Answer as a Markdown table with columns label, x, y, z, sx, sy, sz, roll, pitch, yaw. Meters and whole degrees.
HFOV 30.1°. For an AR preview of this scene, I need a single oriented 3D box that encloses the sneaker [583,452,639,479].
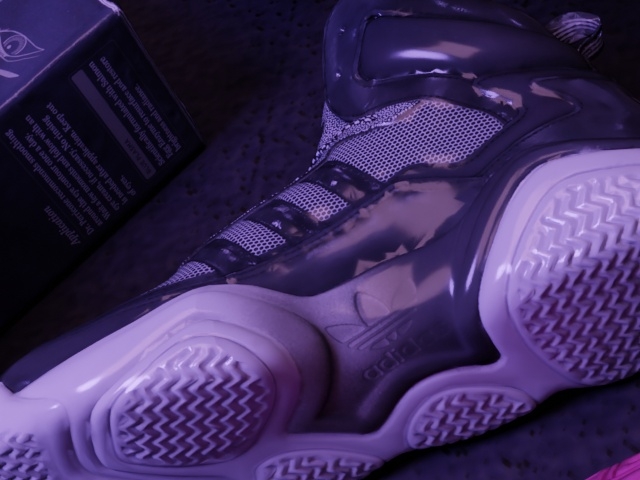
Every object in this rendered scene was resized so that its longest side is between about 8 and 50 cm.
| label | x | y | z | sx | sy | sz | roll | pitch | yaw |
| --- | --- | --- | --- | --- | --- | --- | --- | --- | --- |
| sneaker | 0.072 | 0.160 | 0.279 | 0.103 | 0.111 | 0.252 | -38 | 18 | 40 |

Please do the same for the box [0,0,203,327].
| label | x | y | z | sx | sy | sz | roll | pitch | yaw |
| --- | --- | --- | --- | --- | --- | --- | --- | --- | --- |
| box | -0.169 | -0.053 | 0.550 | 0.158 | 0.093 | 0.156 | -43 | 49 | -11 |

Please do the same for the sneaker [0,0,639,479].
| label | x | y | z | sx | sy | sz | roll | pitch | yaw |
| --- | --- | --- | --- | --- | --- | --- | --- | --- | --- |
| sneaker | 0.000 | 0.000 | 0.430 | 0.268 | 0.101 | 0.153 | -19 | 49 | 4 |
